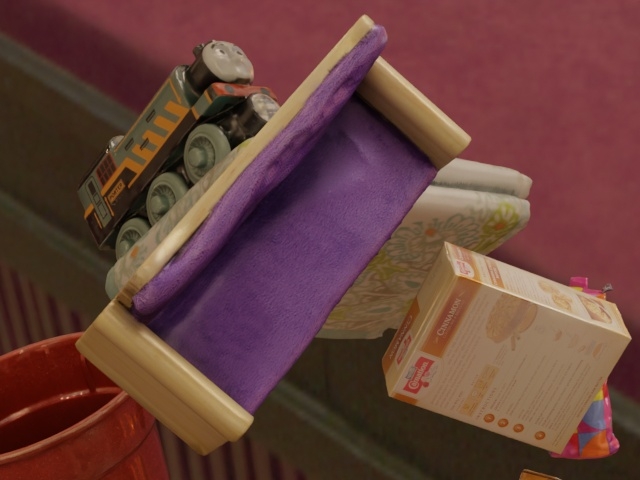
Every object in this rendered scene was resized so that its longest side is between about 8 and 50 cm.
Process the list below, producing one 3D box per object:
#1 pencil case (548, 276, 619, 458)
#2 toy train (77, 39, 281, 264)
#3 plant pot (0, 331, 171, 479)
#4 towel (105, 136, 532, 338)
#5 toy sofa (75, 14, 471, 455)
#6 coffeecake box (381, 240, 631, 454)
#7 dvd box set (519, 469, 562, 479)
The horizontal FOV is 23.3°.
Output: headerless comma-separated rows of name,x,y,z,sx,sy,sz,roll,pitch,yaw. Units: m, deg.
pencil case,0.341,0.171,2.056,0.104,0.236,0.104,-3,4,0
toy train,-0.167,-0.087,1.866,0.142,0.334,0.190,-3,55,-44
plant pot,-0.269,0.276,1.657,0.272,0.265,0.272,-15,21,6
towel,0.000,0.000,1.660,0.374,0.320,0.090,5,59,-33
toy sofa,-0.027,-0.007,1.299,0.150,0.177,0.362,42,61,-5
coffeecake box,0.172,0.102,1.458,0.185,0.142,0.068,20,24,-15
dvd box set,0.259,0.485,1.599,0.062,0.307,0.420,4,68,60
